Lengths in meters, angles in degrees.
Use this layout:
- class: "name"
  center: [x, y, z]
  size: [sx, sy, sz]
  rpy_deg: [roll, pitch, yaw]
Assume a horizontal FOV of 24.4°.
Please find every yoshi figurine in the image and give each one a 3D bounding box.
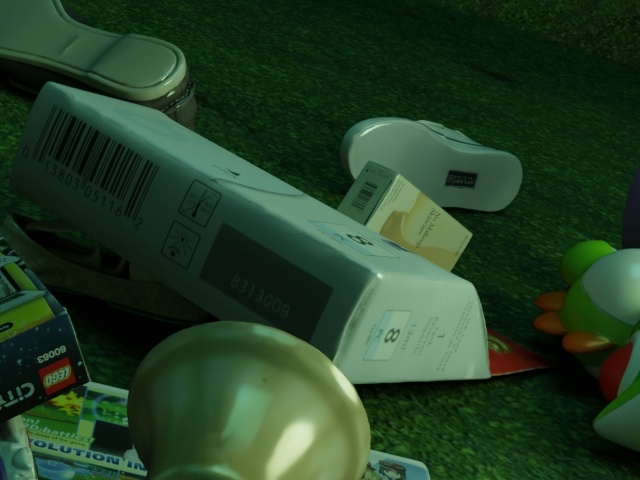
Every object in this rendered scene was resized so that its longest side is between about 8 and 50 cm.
- class: "yoshi figurine"
  center: [0.318, 0.078, 1.165]
  size: [0.203, 0.203, 0.362]
  rpy_deg: [27, 11, -24]

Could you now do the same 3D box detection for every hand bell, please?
- class: "hand bell"
  center: [-0.059, 0.151, 0.642]
  size: [0.126, 0.126, 0.242]
  rpy_deg: [18, 31, 2]

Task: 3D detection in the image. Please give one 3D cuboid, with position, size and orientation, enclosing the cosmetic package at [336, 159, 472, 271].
- class: "cosmetic package"
  center: [0.070, -0.012, 1.231]
  size: [0.115, 0.060, 0.041]
  rpy_deg: [34, -4, -43]

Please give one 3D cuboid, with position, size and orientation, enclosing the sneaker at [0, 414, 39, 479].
- class: "sneaker"
  center: [-0.174, 0.102, 0.703]
  size: [0.071, 0.068, 0.170]
  rpy_deg: [-3, 20, -17]

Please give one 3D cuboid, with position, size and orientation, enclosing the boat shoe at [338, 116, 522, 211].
- class: "boat shoe"
  center: [0.103, -0.082, 1.579]
  size: [0.258, 0.095, 0.084]
  rpy_deg: [15, 11, -44]

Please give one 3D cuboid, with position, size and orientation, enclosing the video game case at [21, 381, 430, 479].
- class: "video game case"
  center: [-0.088, 0.161, 0.763]
  size: [0.329, 0.036, 0.300]
  rpy_deg: [14, 19, -7]

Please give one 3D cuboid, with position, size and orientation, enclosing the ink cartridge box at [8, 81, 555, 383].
- class: "ink cartridge box"
  center: [0.000, 0.000, 1.139]
  size: [0.308, 0.091, 0.385]
  rpy_deg: [29, 12, 29]

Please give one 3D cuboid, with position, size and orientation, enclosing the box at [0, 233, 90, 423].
- class: "box"
  center: [-0.247, 0.064, 0.703]
  size: [0.233, 0.044, 0.159]
  rpy_deg: [-25, 33, -20]

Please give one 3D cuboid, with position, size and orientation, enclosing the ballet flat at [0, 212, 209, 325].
- class: "ballet flat"
  center: [-0.156, 0.019, 1.081]
  size: [0.168, 0.052, 0.057]
  rpy_deg: [14, 17, -11]

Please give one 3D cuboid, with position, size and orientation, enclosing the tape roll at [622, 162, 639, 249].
- class: "tape roll"
  center: [0.421, -0.029, 1.396]
  size: [0.275, 0.275, 0.090]
  rpy_deg: [5, 22, -33]

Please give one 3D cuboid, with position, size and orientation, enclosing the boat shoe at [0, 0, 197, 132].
- class: "boat shoe"
  center: [-0.264, -0.180, 1.537]
  size: [0.335, 0.095, 0.112]
  rpy_deg: [25, 55, 32]
